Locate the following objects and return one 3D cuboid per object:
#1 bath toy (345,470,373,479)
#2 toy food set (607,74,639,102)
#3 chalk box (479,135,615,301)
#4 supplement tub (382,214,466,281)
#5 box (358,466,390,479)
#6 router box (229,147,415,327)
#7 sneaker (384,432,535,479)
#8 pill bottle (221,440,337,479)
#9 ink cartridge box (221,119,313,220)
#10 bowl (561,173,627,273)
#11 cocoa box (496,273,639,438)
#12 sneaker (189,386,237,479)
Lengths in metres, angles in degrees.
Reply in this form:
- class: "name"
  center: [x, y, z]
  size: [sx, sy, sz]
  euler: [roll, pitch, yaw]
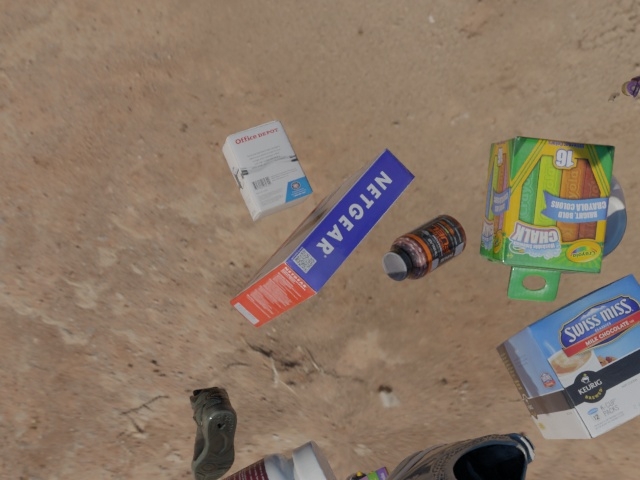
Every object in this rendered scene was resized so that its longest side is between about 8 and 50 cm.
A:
- class: "bath toy"
  center: [0.026, 0.573, 1.755]
  size: [0.349, 0.129, 0.151]
  euler: [1, 30, -17]
- class: "toy food set"
  center: [0.416, -0.195, 0.984]
  size: [0.122, 0.078, 0.019]
  euler: [-8, 105, 27]
- class: "chalk box"
  center: [0.399, -0.032, 1.455]
  size: [0.180, 0.179, 0.288]
  euler: [4, 93, -2]
- class: "supplement tub"
  center: [0.227, 0.022, 1.781]
  size: [0.198, 0.106, 0.106]
  euler: [-28, 74, -37]
- class: "box"
  center: [0.152, 0.589, 1.515]
  size: [0.117, 0.243, 0.213]
  euler: [-31, 37, 6]
- class: "router box"
  center: [0.000, 0.000, 1.580]
  size: [0.082, 0.301, 0.335]
  euler: [45, 59, -6]
- class: "sneaker"
  center: [0.063, 0.211, 0.539]
  size: [0.105, 0.281, 0.115]
  euler: [47, 126, 1]
- class: "pill bottle"
  center: [-0.087, 0.395, 1.204]
  size: [0.221, 0.121, 0.121]
  euler: [-28, 77, 1]
- class: "ink cartridge box"
  center: [-0.124, -0.161, 1.855]
  size: [0.140, 0.082, 0.190]
  euler: [-21, 81, -20]
- class: "bowl"
  center: [0.582, -0.046, 1.798]
  size: [0.298, 0.134, 0.297]
  euler: [-9, 109, -26]
- class: "cocoa box"
  center: [0.520, 0.239, 1.582]
  size: [0.232, 0.347, 0.227]
  euler: [-26, 76, -4]
- class: "sneaker"
  center: [-0.225, 0.391, 1.662]
  size: [0.087, 0.227, 0.130]
  euler: [-1, 34, -17]
